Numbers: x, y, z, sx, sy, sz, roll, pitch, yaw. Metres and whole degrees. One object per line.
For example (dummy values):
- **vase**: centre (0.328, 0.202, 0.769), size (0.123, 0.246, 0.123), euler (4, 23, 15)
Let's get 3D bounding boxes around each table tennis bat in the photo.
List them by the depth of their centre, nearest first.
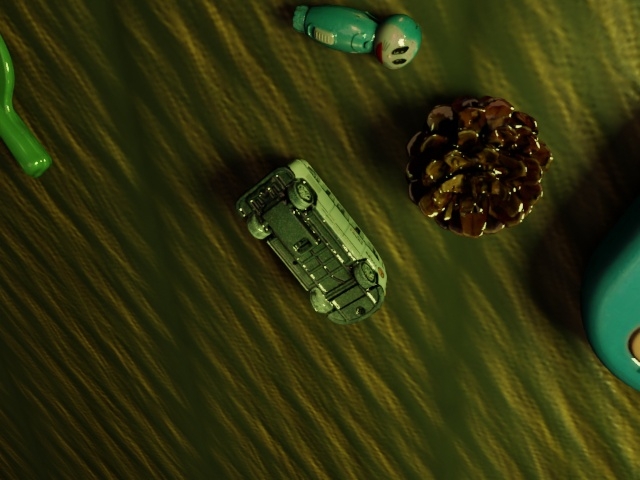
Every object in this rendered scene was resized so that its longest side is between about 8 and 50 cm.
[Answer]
- **table tennis bat**: centre (-0.441, -0.197, 0.732), size (0.160, 0.039, 0.257), euler (-30, 97, 29)

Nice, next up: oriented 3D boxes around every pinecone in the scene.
- **pinecone**: centre (0.144, -0.069, 0.530), size (0.140, 0.121, 0.141), euler (6, 109, 18)

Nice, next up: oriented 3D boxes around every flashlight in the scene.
- **flashlight**: centre (0.035, -0.204, 0.547), size (0.129, 0.051, 0.051), euler (20, 121, 17)

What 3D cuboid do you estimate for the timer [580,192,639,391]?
- **timer**: centre (0.431, 0.044, 0.484), size (0.339, 0.115, 0.309), euler (27, 123, 5)

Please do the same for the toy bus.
- **toy bus**: centre (0.000, 0.000, 0.635), size (0.087, 0.089, 0.194), euler (-34, 100, 29)
